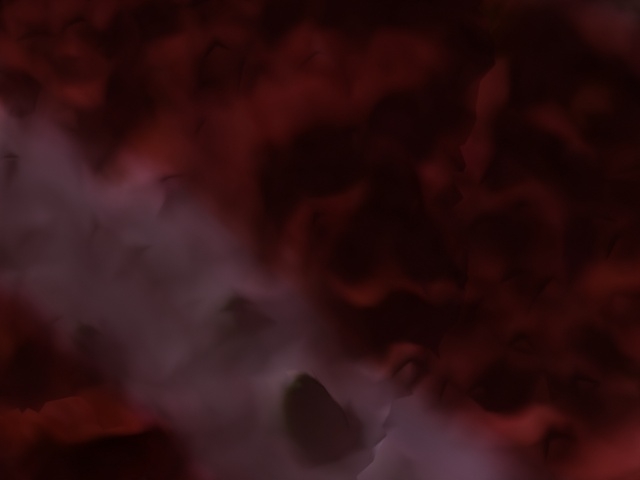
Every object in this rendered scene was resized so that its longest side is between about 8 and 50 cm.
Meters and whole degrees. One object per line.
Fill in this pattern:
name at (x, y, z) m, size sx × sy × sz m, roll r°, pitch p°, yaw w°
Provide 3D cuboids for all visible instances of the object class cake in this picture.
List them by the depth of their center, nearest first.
cake at (0.036, -0.041, 0.516) m, size 0.319 × 0.270 × 0.269 m, roll -57°, pitch 164°, yaw 18°
